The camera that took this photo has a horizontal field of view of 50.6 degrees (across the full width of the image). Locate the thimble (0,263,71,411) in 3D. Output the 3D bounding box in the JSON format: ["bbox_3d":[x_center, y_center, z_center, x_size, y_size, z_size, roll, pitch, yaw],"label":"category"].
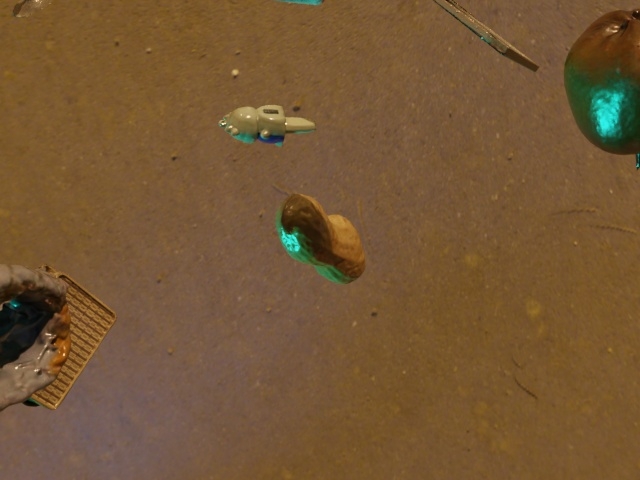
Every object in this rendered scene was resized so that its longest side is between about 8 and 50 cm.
[{"bbox_3d":[-0.311,0.082,0.601,0.117,0.151,0.127,4,92,24],"label":"thimble"}]

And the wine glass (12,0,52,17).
[{"bbox_3d":[-0.407,-0.376,0.829,0.066,0.066,0.198,-5,141,15],"label":"wine glass"}]

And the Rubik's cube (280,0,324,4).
[{"bbox_3d":[-0.071,-0.413,0.653,0.256,0.259,0.253,18,145,27],"label":"Rubik's cube"}]

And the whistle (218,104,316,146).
[{"bbox_3d":[-0.133,-0.287,1.692,0.244,0.110,0.092,-1,130,-15],"label":"whistle"}]

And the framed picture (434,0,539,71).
[{"bbox_3d":[0.356,-0.522,1.609,0.335,0.247,0.022,46,116,22],"label":"framed picture"}]

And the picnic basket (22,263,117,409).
[{"bbox_3d":[-0.360,0.125,0.880,0.079,0.164,0.115,2,143,44],"label":"picnic basket"}]

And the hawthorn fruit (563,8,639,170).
[{"bbox_3d":[0.594,-0.273,1.243,0.267,0.268,0.301,-6,122,15],"label":"hawthorn fruit"}]

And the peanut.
[{"bbox_3d":[0.000,0.000,1.211,0.101,0.117,0.263,-12,155,30],"label":"peanut"}]
